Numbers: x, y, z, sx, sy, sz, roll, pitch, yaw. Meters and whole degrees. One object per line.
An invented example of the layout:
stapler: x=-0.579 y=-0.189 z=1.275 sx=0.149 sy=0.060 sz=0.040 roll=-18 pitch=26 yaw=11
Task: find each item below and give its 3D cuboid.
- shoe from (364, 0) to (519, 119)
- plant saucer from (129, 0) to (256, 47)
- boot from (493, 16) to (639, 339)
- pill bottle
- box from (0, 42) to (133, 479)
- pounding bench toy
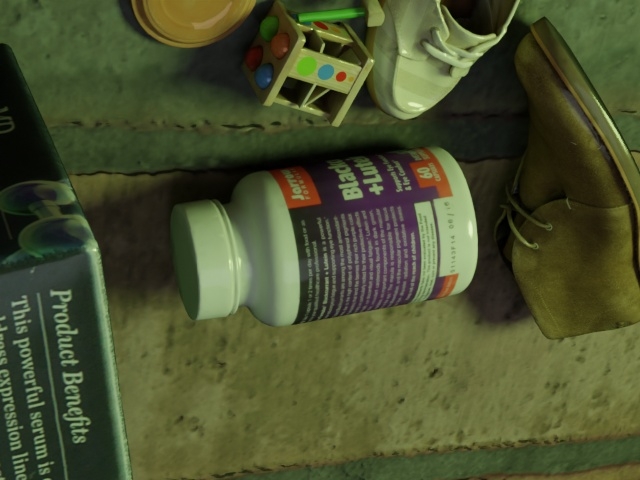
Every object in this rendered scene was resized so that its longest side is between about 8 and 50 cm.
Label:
shoe: x=0.090 y=-0.166 z=0.960 sx=0.076 sy=0.058 sz=0.219 roll=8 pitch=122 yaw=-28
plant saucer: x=-0.077 y=-0.156 z=0.926 sx=0.083 sy=0.013 sz=0.083 roll=-12 pitch=130 yaw=-15
boot: x=0.176 y=-0.028 z=1.083 sx=0.115 sy=0.112 sz=0.305 roll=-21 pitch=134 yaw=7
pill bottle: x=0.000 y=0.000 z=1.019 sx=0.193 sy=0.108 sz=0.108 roll=-10 pitch=129 yaw=-17
box: x=-0.322 y=0.067 z=0.788 sx=0.395 sy=0.293 sz=0.212 roll=-11 pitch=119 yaw=-16
pounding bench toy: x=-0.005 y=-0.127 z=0.954 sx=0.065 sy=0.052 sz=0.083 roll=14 pitch=119 yaw=-31
